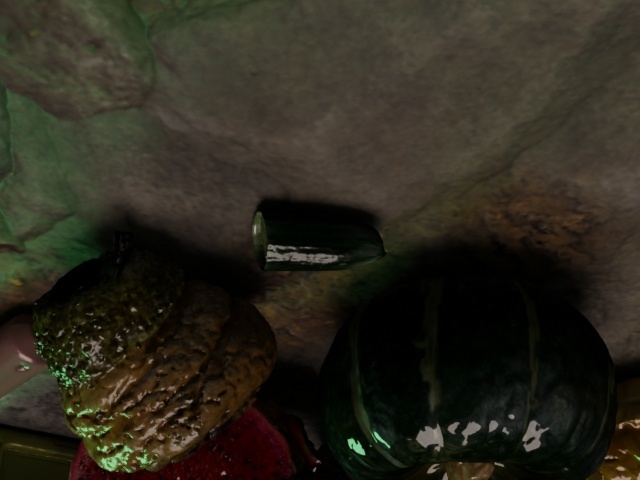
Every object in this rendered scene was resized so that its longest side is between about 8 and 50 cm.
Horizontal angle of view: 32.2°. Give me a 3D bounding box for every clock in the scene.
[{"bbox_3d":[-0.278,0.289,1.169,0.202,0.143,0.096,16,133,-20],"label":"clock"}]

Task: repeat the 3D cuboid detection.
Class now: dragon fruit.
[{"bbox_3d":[-0.117,0.202,1.063,0.261,0.163,0.189,-18,112,17],"label":"dragon fruit"}]

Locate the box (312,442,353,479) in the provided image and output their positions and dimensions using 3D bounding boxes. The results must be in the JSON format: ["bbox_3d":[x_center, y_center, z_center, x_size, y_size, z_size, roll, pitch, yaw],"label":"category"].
[{"bbox_3d":[0.048,0.266,1.059,0.175,0.260,0.062,-6,102,19],"label":"box"}]

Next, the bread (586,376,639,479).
[{"bbox_3d":[0.299,0.223,1.107,0.236,0.120,0.198,-24,136,27],"label":"bread"}]

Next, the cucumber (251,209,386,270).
[{"bbox_3d":[0.000,0.000,0.862,0.105,0.048,0.048,1,144,-7],"label":"cucumber"}]

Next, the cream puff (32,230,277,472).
[{"bbox_3d":[-0.146,0.073,0.889,0.183,0.183,0.169,-23,113,28],"label":"cream puff"}]

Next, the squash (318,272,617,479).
[{"bbox_3d":[0.122,0.134,0.944,0.252,0.165,0.252,0,146,0],"label":"squash"}]

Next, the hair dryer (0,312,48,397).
[{"bbox_3d":[-0.382,0.145,1.018,0.352,0.125,0.210,-32,133,22],"label":"hair dryer"}]
